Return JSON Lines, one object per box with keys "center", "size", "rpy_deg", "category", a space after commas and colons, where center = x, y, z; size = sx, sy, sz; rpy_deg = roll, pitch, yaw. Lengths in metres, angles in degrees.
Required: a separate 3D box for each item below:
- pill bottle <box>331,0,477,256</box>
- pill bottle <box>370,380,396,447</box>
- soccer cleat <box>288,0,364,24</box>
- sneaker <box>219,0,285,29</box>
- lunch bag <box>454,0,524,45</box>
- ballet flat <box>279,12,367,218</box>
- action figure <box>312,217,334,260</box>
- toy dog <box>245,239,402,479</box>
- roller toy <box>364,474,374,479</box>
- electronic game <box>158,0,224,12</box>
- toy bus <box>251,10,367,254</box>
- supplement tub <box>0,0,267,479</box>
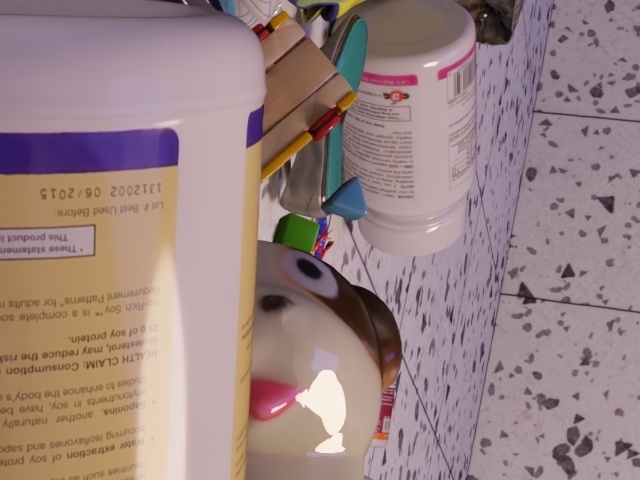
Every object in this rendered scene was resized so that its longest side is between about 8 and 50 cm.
{"center": [0.101, -0.130, 1.496], "size": [0.160, 0.160, 0.283], "rpy_deg": [-65, 157, -47], "category": "pill bottle"}
{"center": [0.051, 0.175, 1.591], "size": [0.086, 0.086, 0.152], "rpy_deg": [27, 71, -73], "category": "pill bottle"}
{"center": [0.019, -0.276, 1.327], "size": [0.121, 0.093, 0.289], "rpy_deg": [-54, 173, 12], "category": "soccer cleat"}
{"center": [-0.046, -0.216, 1.086], "size": [0.191, 0.082, 0.071], "rpy_deg": [62, 36, -66], "category": "sneaker"}
{"center": [0.218, -0.425, 1.769], "size": [0.287, 0.168, 0.235], "rpy_deg": [44, 55, -65], "category": "lunch bag"}
{"center": [-0.003, -0.129, 1.297], "size": [0.072, 0.068, 0.213], "rpy_deg": [30, 68, -67], "category": "ballet flat"}
{"center": [0.000, 0.000, 1.445], "size": [0.038, 0.030, 0.115], "rpy_deg": [71, 32, -67], "category": "action figure"}
{"center": [-0.058, 0.203, 0.882], "size": [0.395, 0.284, 0.408], "rpy_deg": [96, 2, -87], "category": "toy dog"}
{"center": [-0.024, 0.321, 1.281], "size": [0.191, 0.146, 0.209], "rpy_deg": [39, 61, -59], "category": "roller toy"}
{"center": [-0.123, -0.102, 0.844], "size": [0.229, 0.048, 0.229], "rpy_deg": [8, 80, -58], "category": "electronic game"}
{"center": [-0.072, -0.080, 0.996], "size": [0.104, 0.202, 0.191], "rpy_deg": [152, -58, -69], "category": "toy bus"}
{"center": [-0.149, 0.064, 0.551], "size": [0.241, 0.241, 0.331], "rpy_deg": [-33, 129, -70], "category": "supplement tub"}
